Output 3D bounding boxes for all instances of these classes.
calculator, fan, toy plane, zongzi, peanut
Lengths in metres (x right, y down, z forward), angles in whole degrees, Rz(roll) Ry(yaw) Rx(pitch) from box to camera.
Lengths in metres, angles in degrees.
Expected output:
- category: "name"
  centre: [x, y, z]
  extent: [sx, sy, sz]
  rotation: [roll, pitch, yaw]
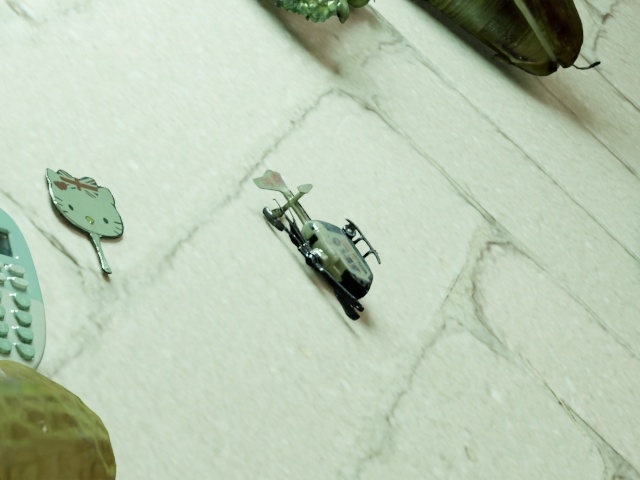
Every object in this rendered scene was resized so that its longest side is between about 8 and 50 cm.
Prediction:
- category: "calculator"
  centre: [-0.187, 0.012, 1.026]
  extent: [0.095, 0.021, 0.153]
  rotation: [19, 36, -43]
- category: "fan"
  centre: [-0.134, -0.011, 1.158]
  extent: [0.056, 0.004, 0.083]
  rotation: [20, 35, -43]
- category: "toy plane"
  centre: [0.000, 0.000, 1.314]
  extent: [0.121, 0.031, 0.049]
  rotation: [54, 35, 12]
- category: "zongzi"
  centre: [0.196, -0.279, 1.772]
  extent: [0.247, 0.241, 0.111]
  rotation: [35, 31, -19]
- category: "peanut"
  centre: [-0.161, 0.096, 0.867]
  extent: [0.194, 0.083, 0.093]
  rotation: [11, 28, -48]

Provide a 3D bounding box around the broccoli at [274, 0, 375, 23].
- category: "broccoli"
  centre: [0.001, -0.229, 1.598]
  extent: [0.122, 0.118, 0.204]
  rotation: [22, -1, 25]
